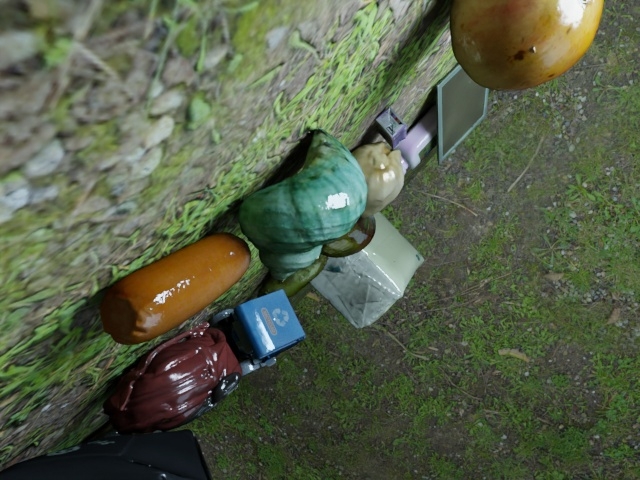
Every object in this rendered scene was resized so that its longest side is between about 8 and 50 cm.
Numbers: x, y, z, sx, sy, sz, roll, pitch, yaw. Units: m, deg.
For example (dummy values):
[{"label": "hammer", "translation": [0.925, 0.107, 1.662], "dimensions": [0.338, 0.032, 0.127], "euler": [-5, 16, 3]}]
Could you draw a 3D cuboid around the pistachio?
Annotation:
[{"label": "pistachio", "translation": [0.098, -0.117, 0.894], "dimensions": [0.145, 0.117, 0.200], "euler": [-63, 177, 7]}]

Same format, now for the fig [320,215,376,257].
[{"label": "fig", "translation": [0.000, 0.000, 1.001], "dimensions": [0.245, 0.149, 0.149], "euler": [-37, 176, 16]}]

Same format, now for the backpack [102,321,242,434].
[{"label": "backpack", "translation": [-0.257, 0.245, 0.794], "dimensions": [0.230, 0.138, 0.229], "euler": [-27, 177, -2]}]

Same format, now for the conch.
[{"label": "conch", "translation": [-0.021, -0.045, 0.597], "dimensions": [0.188, 0.122, 0.176], "euler": [-43, -162, -1]}]

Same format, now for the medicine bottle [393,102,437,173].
[{"label": "medicine bottle", "translation": [0.260, -0.260, 1.236], "dimensions": [0.219, 0.078, 0.115], "euler": [-47, 167, 1]}]

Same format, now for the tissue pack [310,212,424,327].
[{"label": "tissue pack", "translation": [0.133, 0.062, 1.430], "dimensions": [0.207, 0.297, 0.380], "euler": [-47, 175, 25]}]

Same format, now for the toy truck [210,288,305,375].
[{"label": "toy truck", "translation": [-0.152, 0.227, 1.086], "dimensions": [0.175, 0.146, 0.367], "euler": [-22, 168, -18]}]

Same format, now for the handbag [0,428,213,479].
[{"label": "handbag", "translation": [-0.311, 0.340, 0.625], "dimensions": [0.343, 0.152, 0.288], "euler": [-9, 176, -9]}]

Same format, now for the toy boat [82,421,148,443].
[{"label": "toy boat", "translation": [-0.357, 0.364, 1.001], "dimensions": [0.321, 0.089, 0.121], "euler": [-38, 177, -40]}]

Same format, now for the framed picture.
[{"label": "framed picture", "translation": [0.356, -0.345, 1.162], "dimensions": [0.217, 0.017, 0.274], "euler": [-43, 148, -15]}]

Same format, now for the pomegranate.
[{"label": "pomegranate", "translation": [0.256, -0.291, 0.600], "dimensions": [0.191, 0.191, 0.191], "euler": [-46, 173, -7]}]

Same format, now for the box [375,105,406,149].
[{"label": "box", "translation": [0.133, -0.209, 0.869], "dimensions": [0.036, 0.050, 0.117], "euler": [-40, 176, 8]}]

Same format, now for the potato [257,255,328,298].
[{"label": "potato", "translation": [-0.071, 0.085, 1.167], "dimensions": [0.225, 0.090, 0.117], "euler": [-41, -179, 14]}]

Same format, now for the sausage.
[{"label": "sausage", "translation": [-0.148, 0.045, 0.514], "dimensions": [0.076, 0.076, 0.197], "euler": [-51, 173, 34]}]
